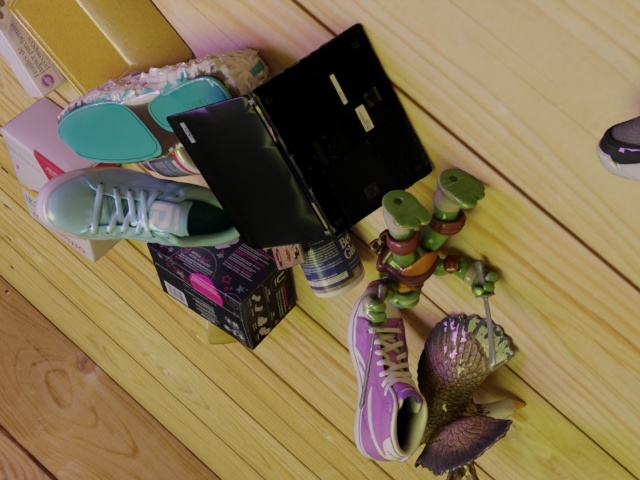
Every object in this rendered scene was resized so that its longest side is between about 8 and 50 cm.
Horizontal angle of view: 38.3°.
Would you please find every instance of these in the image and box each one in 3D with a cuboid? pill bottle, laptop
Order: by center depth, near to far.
[{"bbox_3d":[-0.026,-0.130,1.252,0.234,0.264,0.136,59,172,-26],"label":"laptop"},{"bbox_3d":[0.000,0.000,1.491,0.094,0.094,0.169,3,124,51],"label":"pill bottle"},{"bbox_3d":[-0.243,-0.162,1.584,0.180,0.108,0.108,-1,128,53],"label":"pill bottle"}]

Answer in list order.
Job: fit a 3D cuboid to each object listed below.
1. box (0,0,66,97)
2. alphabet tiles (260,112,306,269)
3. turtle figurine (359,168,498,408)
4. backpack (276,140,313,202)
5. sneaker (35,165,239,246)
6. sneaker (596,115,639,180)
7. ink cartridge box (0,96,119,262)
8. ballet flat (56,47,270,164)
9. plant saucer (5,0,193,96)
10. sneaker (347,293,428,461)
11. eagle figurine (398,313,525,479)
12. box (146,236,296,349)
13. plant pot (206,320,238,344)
[{"bbox_3d":[-0.606,-0.424,1.757,0.067,0.063,0.324,11,137,48],"label":"box"},{"bbox_3d":[-0.081,-0.071,1.473,0.198,0.009,0.237,-20,88,67],"label":"alphabet tiles"},{"bbox_3d":[0.158,0.056,1.270,0.198,0.274,0.266,4,139,2],"label":"turtle figurine"},{"bbox_3d":[-0.019,-0.116,1.337,0.098,0.120,0.101,-29,111,18],"label":"backpack"},{"bbox_3d":[-0.293,-0.057,1.590,0.150,0.366,0.135,8,97,59],"label":"sneaker"},{"bbox_3d":[0.357,-0.146,0.842,0.268,0.101,0.153,-8,122,49],"label":"sneaker"},{"bbox_3d":[-0.545,-0.126,2.006,0.226,0.131,0.306,34,149,19],"label":"ink cartridge box"},{"bbox_3d":[-0.236,-0.211,1.436,0.409,0.147,0.147,-6,126,37],"label":"ballet flat"},{"bbox_3d":[-0.401,-0.364,1.556,0.333,0.081,0.333,52,151,-12],"label":"plant saucer"},{"bbox_3d":[0.122,0.211,1.488,0.161,0.102,0.282,147,121,-66],"label":"sneaker"},{"bbox_3d":[0.226,0.280,1.494,0.226,0.225,0.298,40,164,30],"label":"eagle figurine"},{"bbox_3d":[-0.186,0.066,1.780,0.247,0.142,0.163,30,150,27],"label":"box"},{"bbox_3d":[-0.172,0.156,1.916,0.095,0.134,0.134,8,143,8],"label":"plant pot"}]
